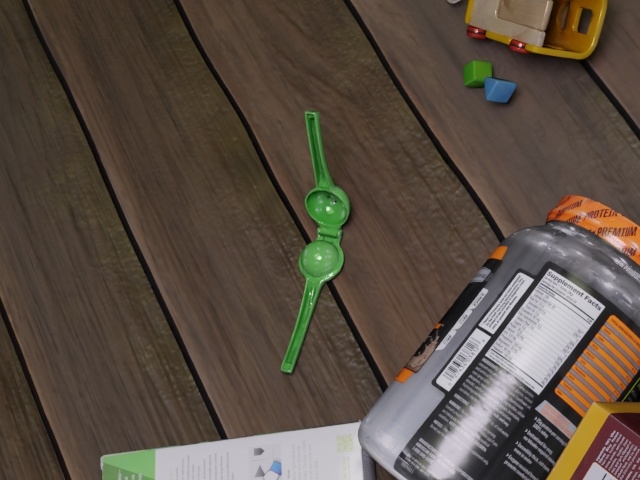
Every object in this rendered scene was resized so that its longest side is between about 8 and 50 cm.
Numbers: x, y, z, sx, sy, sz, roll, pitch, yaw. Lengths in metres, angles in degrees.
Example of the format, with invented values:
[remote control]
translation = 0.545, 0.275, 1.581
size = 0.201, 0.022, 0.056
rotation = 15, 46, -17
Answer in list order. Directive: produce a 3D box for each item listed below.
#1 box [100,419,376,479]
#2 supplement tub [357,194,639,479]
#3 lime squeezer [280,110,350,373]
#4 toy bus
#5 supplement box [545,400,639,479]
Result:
[box]
translation = -0.093, 0.336, 1.288
size = 0.322, 0.058, 0.232
rotation = -9, 66, 14
[supplement tub]
translation = 0.212, 0.133, 1.179
size = 0.207, 0.207, 0.338
rotation = 36, 82, 28
[lime squeezer]
translation = 0.000, 0.000, 1.377
size = 0.059, 0.110, 0.310
rotation = 8, 101, 5
[toy bus]
translation = 0.254, -0.279, 1.395
size = 0.104, 0.191, 0.202
rotation = 5, 63, -26
[supplement box]
translation = 0.334, 0.254, 1.062
size = 0.194, 0.191, 0.129
rotation = 38, 108, 37
